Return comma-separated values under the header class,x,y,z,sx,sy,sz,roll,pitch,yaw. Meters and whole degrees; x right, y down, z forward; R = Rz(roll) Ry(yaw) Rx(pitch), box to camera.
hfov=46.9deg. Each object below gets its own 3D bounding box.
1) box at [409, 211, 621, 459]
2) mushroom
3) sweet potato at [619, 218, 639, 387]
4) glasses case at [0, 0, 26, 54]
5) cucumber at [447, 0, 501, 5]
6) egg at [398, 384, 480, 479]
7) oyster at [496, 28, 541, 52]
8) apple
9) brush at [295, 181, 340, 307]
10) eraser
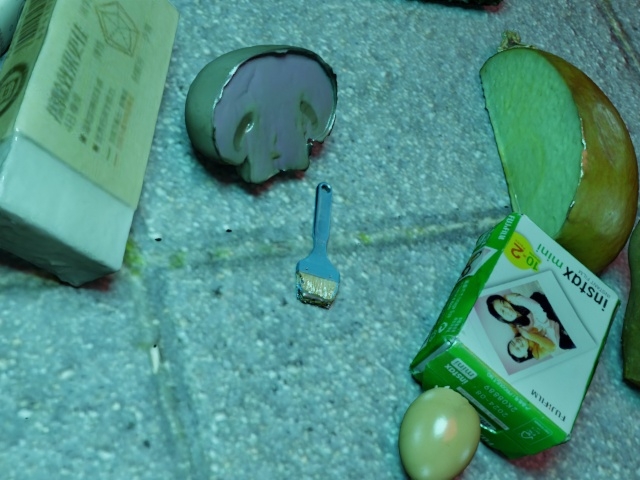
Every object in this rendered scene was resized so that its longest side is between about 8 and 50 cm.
class,x,y,z,sx,sy,sz,roll,pitch,yaw
box,0.223,0.102,0.839,0.180,0.103,0.250,40,52,-2
mushroom,-0.073,-0.152,0.825,0.188,0.141,0.117,-20,39,-37
sweet potato,0.420,0.084,0.933,0.077,0.077,0.243,8,83,-25
glasses case,-0.329,-0.261,0.770,0.051,0.081,0.204,21,56,-14
cucumber,0.130,-0.413,1.106,0.360,0.096,0.096,-5,65,-28
egg,0.116,0.198,0.739,0.080,0.080,0.096,42,60,0
oyster,0.328,-0.288,1.147,0.122,0.045,0.146,28,20,-3
apple,0.336,-0.124,1.022,0.179,0.254,0.346,-14,59,13
brush,0.000,0.000,0.836,0.051,0.014,0.164,17,54,-20
eraser,-0.232,-0.137,0.717,0.144,0.078,0.343,39,45,-43
